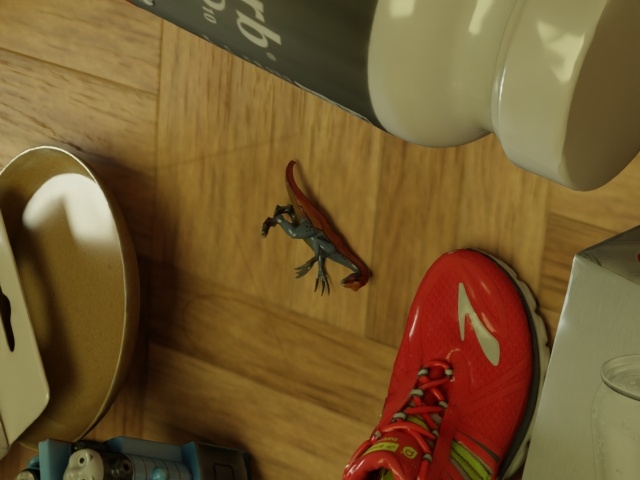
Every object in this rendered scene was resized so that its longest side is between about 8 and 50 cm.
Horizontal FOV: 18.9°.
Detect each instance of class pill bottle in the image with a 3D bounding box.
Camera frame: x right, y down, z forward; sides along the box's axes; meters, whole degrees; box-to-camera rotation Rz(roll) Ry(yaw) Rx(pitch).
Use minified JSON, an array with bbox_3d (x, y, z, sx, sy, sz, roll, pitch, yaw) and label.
[{"bbox_3d":[0.040,-0.182,1.161,0.363,0.210,0.210,28,120,27],"label":"pill bottle"}]

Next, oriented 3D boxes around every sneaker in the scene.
[{"bbox_3d":[0.072,0.136,1.258,0.107,0.118,0.279,8,81,31],"label":"sneaker"}]

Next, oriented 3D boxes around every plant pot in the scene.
[{"bbox_3d":[-0.204,0.045,1.491,0.236,0.032,0.236,0,90,50],"label":"plant pot"}]

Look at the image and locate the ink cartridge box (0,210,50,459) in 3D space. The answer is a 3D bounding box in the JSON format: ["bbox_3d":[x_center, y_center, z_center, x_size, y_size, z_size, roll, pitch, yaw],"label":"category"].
[{"bbox_3d":[-0.366,0.127,1.569,0.353,0.119,0.207,-44,56,42],"label":"ink cartridge box"}]

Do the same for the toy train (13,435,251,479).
[{"bbox_3d":[-0.138,0.188,1.439,0.105,0.184,0.080,-27,60,38],"label":"toy train"}]

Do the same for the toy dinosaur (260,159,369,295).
[{"bbox_3d":[0.000,0.000,1.361,0.082,0.047,0.090,18,105,11],"label":"toy dinosaur"}]

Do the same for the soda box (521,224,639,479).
[{"bbox_3d":[0.193,0.141,1.222,0.098,0.091,0.286,28,120,33],"label":"soda box"}]
